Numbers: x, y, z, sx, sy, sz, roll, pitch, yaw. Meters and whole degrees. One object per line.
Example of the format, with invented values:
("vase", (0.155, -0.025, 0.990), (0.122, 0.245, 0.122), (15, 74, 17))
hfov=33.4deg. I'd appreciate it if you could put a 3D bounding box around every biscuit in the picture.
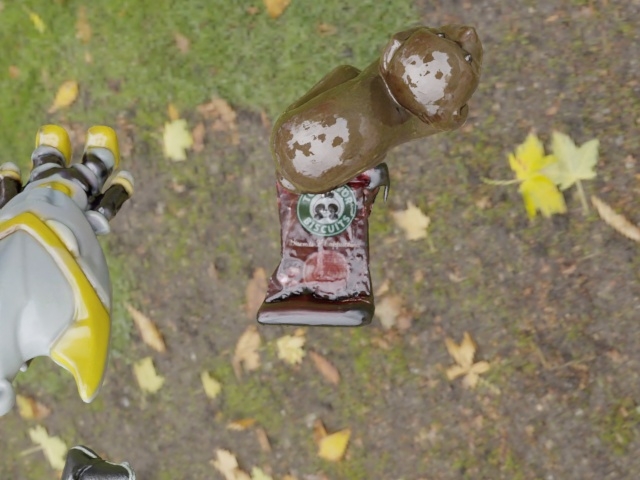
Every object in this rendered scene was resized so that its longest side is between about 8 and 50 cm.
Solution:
("biscuit", (0.006, 0.001, 1.356), (0.063, 0.151, 0.235), (76, -161, -73))

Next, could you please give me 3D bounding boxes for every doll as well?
("doll", (-0.235, 0.016, 0.909), (0.316, 0.145, 0.103), (-85, 20, -47))

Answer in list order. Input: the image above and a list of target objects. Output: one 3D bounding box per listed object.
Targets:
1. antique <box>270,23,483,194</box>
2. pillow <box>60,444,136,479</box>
("antique", (0.060, -0.140, 1.129), (0.121, 0.257, 0.143), (62, -175, -6))
("pillow", (-0.239, 0.278, 1.065), (0.091, 0.055, 0.136), (17, 82, 9))
